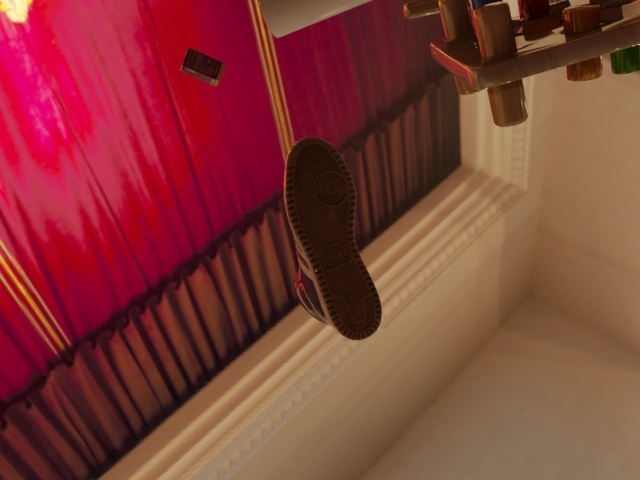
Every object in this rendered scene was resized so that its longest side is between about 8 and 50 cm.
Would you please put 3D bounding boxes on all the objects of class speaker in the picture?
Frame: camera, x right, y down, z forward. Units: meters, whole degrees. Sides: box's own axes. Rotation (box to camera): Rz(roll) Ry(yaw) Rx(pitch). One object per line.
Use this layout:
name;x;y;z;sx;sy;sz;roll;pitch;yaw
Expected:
speaker;-0.002;-0.287;0.838;0.136;0.055;0.055;-17;-138;19

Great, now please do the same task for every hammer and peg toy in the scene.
hammer and peg toy;0.258;-0.252;0.853;0.266;0.127;0.361;-16;-158;4

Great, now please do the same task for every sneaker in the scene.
sneaker;0.000;0.000;1.020;0.099;0.282;0.153;-16;-177;-13

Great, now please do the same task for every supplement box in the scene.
supplement box;-0.247;-0.363;1.497;0.083;0.055;0.043;21;-95;-15
